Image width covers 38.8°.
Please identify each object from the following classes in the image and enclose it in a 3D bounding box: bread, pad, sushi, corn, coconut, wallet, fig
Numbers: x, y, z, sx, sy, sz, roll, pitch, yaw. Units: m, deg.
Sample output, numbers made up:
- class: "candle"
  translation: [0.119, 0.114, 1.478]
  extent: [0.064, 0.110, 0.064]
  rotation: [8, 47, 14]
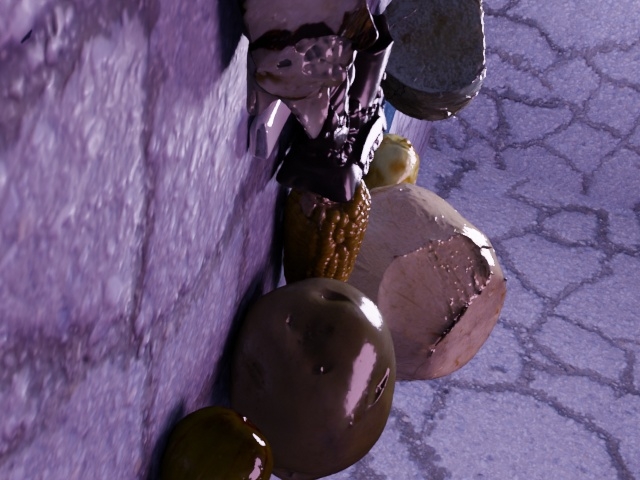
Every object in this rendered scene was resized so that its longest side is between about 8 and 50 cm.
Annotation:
- class: "bread"
  translation: [0.127, -0.093, 1.908]
  extent: [0.152, 0.130, 0.267]
  rotation: [-155, -100, -69]
- class: "pad"
  translation: [0.129, -0.215, 2.088]
  extent: [0.270, 0.012, 0.268]
  rotation: [19, 90, -82]
- class: "sushi"
  translation: [-0.012, -0.216, 0.769]
  extent: [0.273, 0.134, 0.109]
  rotation: [85, -5, -54]
- class: "corn"
  translation: [0.000, 0.000, 1.307]
  extent: [0.322, 0.119, 0.119]
  rotation: [106, 6, -56]
- class: "coconut"
  translation: [0.137, 0.072, 1.679]
  extent: [0.346, 0.360, 0.346]
  rotation: [-34, 143, -30]
- class: "wallet"
  translation: [-0.045, -0.148, 0.978]
  extent: [0.061, 0.025, 0.122]
  rotation: [100, 11, -55]
- class: "fig"
  translation: [-0.149, 0.296, 1.008]
  extent: [0.236, 0.124, 0.124]
  rotation: [-55, 169, -12]

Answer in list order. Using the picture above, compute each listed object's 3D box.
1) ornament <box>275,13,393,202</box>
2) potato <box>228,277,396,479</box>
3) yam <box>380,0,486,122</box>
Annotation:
- class: "ornament"
  translation: [0.027, -0.214, 1.119]
  extent: [0.251, 0.106, 0.260]
  rotation: [-67, 166, -48]
- class: "potato"
  translation: [-0.011, 0.205, 1.273]
  extent: [0.326, 0.221, 0.243]
  rotation: [93, 23, -44]
- class: "yam"
  translation: [0.189, -0.321, 1.597]
  extent: [0.271, 0.202, 0.202]
  rotation: [20, 68, -78]
